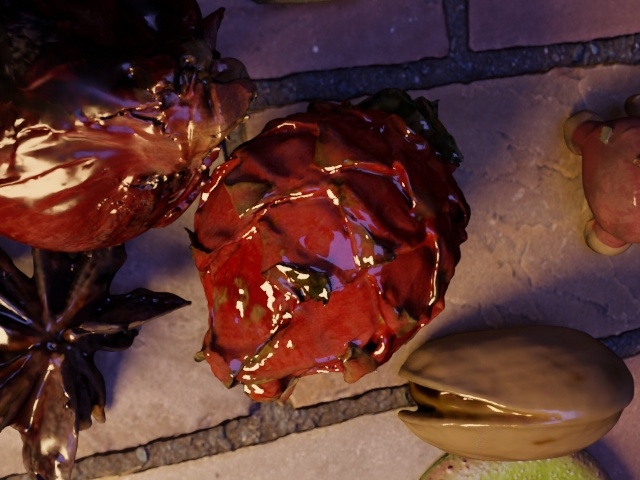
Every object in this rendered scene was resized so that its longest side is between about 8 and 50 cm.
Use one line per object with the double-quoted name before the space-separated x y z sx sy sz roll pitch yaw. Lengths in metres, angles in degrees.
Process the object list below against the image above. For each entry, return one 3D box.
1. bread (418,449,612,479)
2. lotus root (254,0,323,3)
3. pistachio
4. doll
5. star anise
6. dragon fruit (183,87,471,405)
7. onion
"bread" 0.210 0.354 0.873 0.302 0.045 0.301 -1 94 -14
"lotus root" 0.005 -0.293 0.749 0.144 0.070 0.142 8 93 -16
"pistachio" 0.198 0.158 0.806 0.238 0.153 0.137 -4 86 12
"doll" 0.401 -0.084 0.833 0.256 0.152 0.196 -17 131 2
"star anise" -0.244 0.092 0.676 0.212 0.129 0.282 38 50 -25
"dragon fruit" 0.000 0.000 0.683 0.244 0.244 0.299 47 69 -14
"onion" -0.188 -0.126 0.635 0.221 0.281 0.280 37 84 -45
